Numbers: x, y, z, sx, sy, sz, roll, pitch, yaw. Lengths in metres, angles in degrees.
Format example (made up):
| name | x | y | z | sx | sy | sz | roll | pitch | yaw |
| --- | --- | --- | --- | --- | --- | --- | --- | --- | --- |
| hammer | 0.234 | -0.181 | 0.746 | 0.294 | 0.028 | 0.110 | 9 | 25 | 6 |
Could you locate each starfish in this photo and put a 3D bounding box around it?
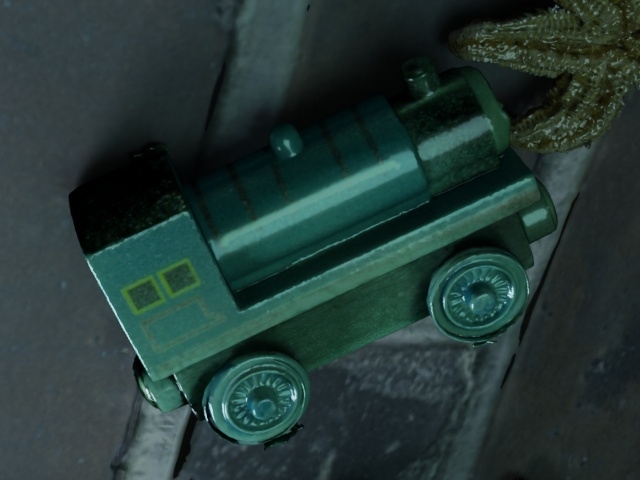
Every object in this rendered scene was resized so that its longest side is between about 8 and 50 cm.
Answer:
| name | x | y | z | sx | sy | sz | roll | pitch | yaw |
| --- | --- | --- | --- | --- | --- | --- | --- | --- | --- |
| starfish | 0.205 | -0.147 | 0.972 | 0.238 | 0.071 | 0.216 | 11 | 120 | -34 |

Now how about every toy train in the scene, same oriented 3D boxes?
| name | x | y | z | sx | sy | sz | roll | pitch | yaw |
| --- | --- | --- | --- | --- | --- | --- | --- | --- | --- |
| toy train | 0.000 | 0.000 | 0.933 | 0.298 | 0.120 | 0.194 | -25 | 121 | -1 |

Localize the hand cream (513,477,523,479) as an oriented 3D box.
| name | x | y | z | sx | sy | sz | roll | pitch | yaw |
| --- | --- | --- | --- | --- | --- | --- | --- | --- | --- |
| hand cream | 0.118 | 0.325 | 1.212 | 0.120 | 0.061 | 0.270 | 34 | 97 | -35 |
